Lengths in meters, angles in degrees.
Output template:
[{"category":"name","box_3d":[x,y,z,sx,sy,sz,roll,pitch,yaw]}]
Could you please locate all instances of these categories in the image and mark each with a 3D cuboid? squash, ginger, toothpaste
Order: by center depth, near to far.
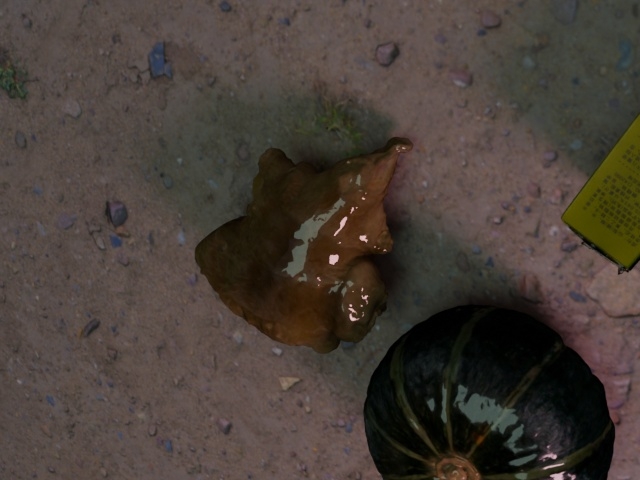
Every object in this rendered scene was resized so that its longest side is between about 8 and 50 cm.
[{"category":"toothpaste","box_3d":[0.325,-0.124,0.830,0.077,0.110,0.327,39,126,12]},{"category":"squash","box_3d":[0.166,0.187,1.030,0.252,0.165,0.252,15,120,27]},{"category":"ginger","box_3d":[0.000,0.000,1.083,0.219,0.123,0.270,52,127,7]}]
